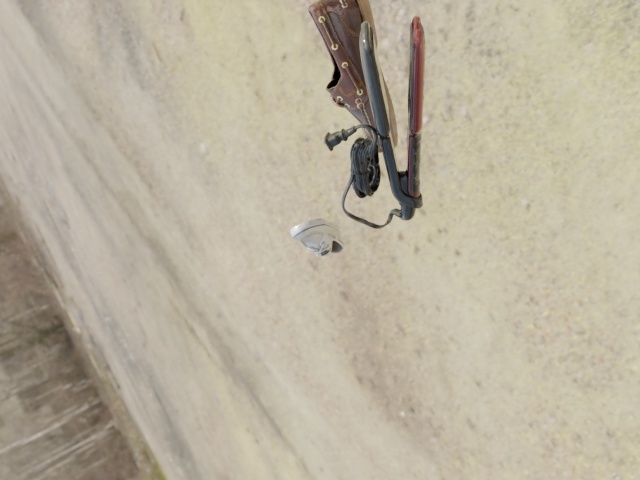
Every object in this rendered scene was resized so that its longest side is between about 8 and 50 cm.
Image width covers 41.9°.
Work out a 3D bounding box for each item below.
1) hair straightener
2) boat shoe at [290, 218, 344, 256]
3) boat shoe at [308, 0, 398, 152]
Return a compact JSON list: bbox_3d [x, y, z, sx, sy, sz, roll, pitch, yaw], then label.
[{"bbox_3d":[0.047,-0.091,0.736,0.230,0.089,0.047,83,-174,-50],"label":"hair straightener"},{"bbox_3d":[0.000,0.000,0.920,0.035,0.035,0.100,67,-162,14],"label":"boat shoe"},{"bbox_3d":[0.039,-0.197,1.014,0.073,0.073,0.207,-134,23,-63],"label":"boat shoe"}]
